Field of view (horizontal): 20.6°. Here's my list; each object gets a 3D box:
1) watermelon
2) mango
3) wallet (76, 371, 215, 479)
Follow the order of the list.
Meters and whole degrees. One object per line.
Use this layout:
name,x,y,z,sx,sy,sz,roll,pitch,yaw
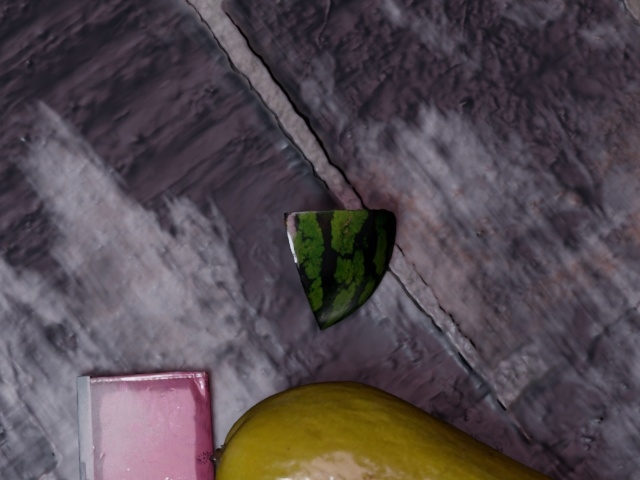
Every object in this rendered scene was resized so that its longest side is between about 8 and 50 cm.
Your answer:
watermelon,0.000,0.000,1.561,0.094,0.135,0.125,33,83,42
mango,0.064,0.241,1.489,0.331,0.142,0.195,27,87,4
wallet,-0.152,0.232,1.549,0.119,0.025,0.232,-3,80,0
